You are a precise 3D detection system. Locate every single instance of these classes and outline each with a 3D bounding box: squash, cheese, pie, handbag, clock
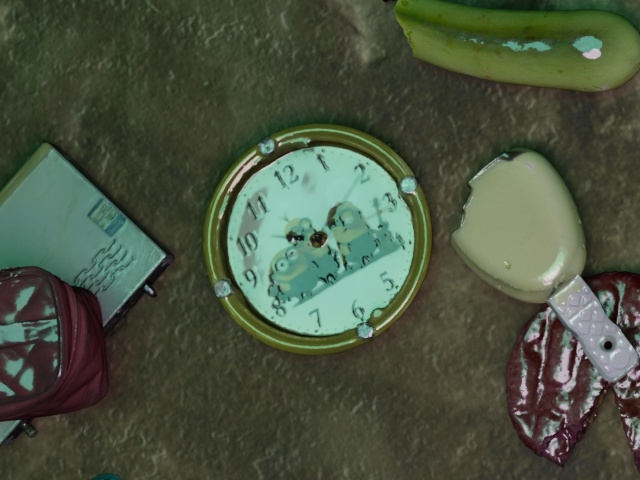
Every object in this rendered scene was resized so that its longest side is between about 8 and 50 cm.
[{"bbox_3d":[0.196,-0.195,1.869,0.250,0.083,0.083,9,87,17],"label":"squash"},{"bbox_3d":[0.220,0.032,1.820,0.127,0.050,0.255,-37,60,10],"label":"cheese"},{"bbox_3d":[0.292,0.134,1.831,0.219,0.054,0.204,24,91,16],"label":"pie"},{"bbox_3d":[-0.330,0.111,1.886,0.225,0.135,0.146,-9,78,14],"label":"handbag"},{"bbox_3d":[0.000,0.000,1.907,0.237,0.057,0.237,-1,84,11],"label":"clock"}]

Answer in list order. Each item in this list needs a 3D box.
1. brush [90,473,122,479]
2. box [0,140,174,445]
[{"bbox_3d":[-0.286,0.298,1.960,0.193,0.032,0.043,-29,80,8],"label":"brush"},{"bbox_3d":[-0.302,0.058,1.976,0.211,0.045,0.270,41,95,12],"label":"box"}]
